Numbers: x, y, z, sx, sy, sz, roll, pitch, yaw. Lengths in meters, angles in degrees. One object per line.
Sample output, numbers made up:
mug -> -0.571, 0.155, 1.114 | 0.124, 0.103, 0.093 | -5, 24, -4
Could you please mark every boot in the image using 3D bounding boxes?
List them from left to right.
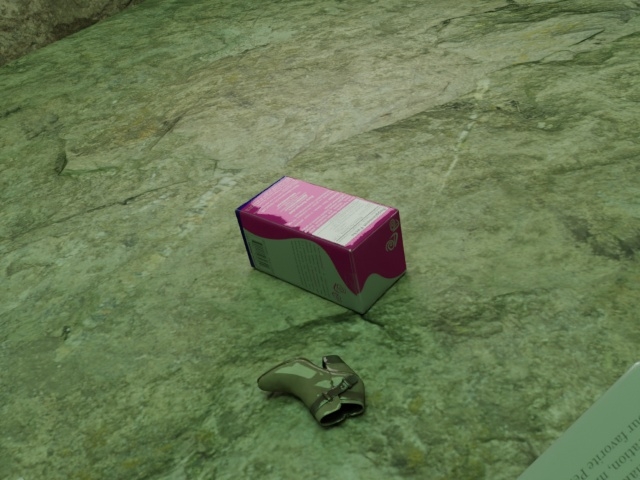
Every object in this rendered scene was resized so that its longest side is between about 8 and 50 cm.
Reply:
boot -> -0.009, 0.177, 0.750 | 0.119, 0.042, 0.087 | -17, 38, -6

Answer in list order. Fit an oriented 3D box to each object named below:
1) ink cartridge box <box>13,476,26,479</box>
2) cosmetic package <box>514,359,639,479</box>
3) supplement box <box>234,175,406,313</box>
ink cartridge box -> -0.347, 0.359, 0.594 | 0.189, 0.066, 0.232 | -23, 33, -14
cosmetic package -> 0.247, 0.294, 0.286 | 0.230, 0.162, 0.453 | -51, 27, 15
supplement box -> 0.000, 0.000, 0.931 | 0.220, 0.111, 0.114 | 22, 47, 38
